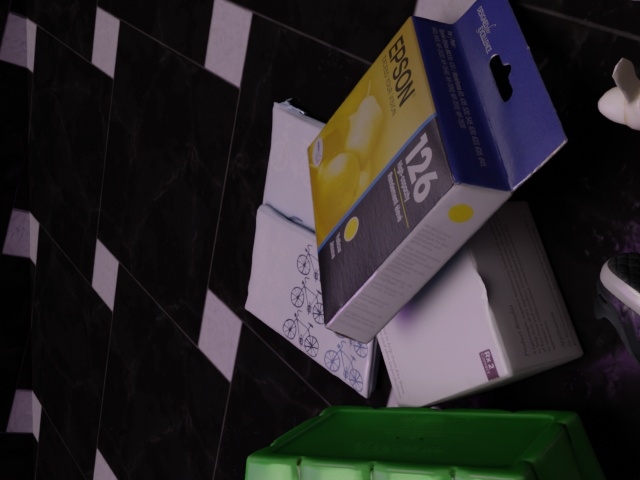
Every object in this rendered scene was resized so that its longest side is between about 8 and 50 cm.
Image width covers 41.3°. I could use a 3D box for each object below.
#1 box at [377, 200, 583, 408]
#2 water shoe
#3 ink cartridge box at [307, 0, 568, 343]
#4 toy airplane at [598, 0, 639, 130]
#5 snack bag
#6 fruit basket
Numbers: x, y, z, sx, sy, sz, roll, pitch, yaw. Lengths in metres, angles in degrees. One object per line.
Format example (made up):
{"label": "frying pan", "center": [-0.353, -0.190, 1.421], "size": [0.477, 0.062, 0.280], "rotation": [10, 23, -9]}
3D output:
{"label": "box", "center": [0.155, 0.074, 0.924], "size": [0.182, 0.119, 0.181], "rotation": [-35, 66, 49]}
{"label": "water shoe", "center": [0.326, 0.095, 0.755], "size": [0.080, 0.073, 0.203], "rotation": [92, 154, -44]}
{"label": "ink cartridge box", "center": [0.095, -0.099, 0.895], "size": [0.307, 0.072, 0.303], "rotation": [-52, 27, 35]}
{"label": "toy airplane", "center": [0.301, -0.249, 0.560], "size": [0.384, 0.272, 0.386], "rotation": [-51, 55, 43]}
{"label": "snack bag", "center": [0.000, 0.000, 1.195], "size": [0.323, 0.037, 0.342], "rotation": [32, 119, 48]}
{"label": "fruit basket", "center": [0.124, 0.359, 0.852], "size": [0.392, 0.283, 0.392], "rotation": [7, 103, 32]}
